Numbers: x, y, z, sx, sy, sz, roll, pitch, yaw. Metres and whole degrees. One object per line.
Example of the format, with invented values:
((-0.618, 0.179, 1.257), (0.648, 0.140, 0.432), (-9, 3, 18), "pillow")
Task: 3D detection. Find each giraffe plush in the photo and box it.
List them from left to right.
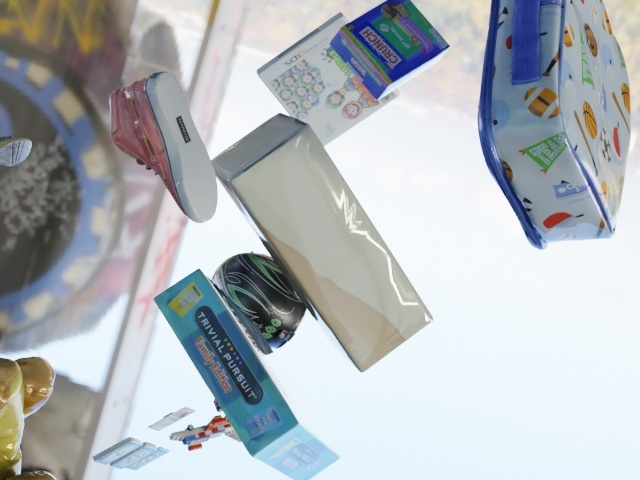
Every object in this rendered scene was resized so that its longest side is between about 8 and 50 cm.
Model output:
((-0.312, 0.231, 1.153), (0.181, 0.210, 0.170), (-18, -114, -39), "giraffe plush")

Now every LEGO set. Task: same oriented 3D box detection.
((-0.247, 0.348, 2.125), (0.060, 0.244, 0.182), (63, -174, 22), "LEGO set")

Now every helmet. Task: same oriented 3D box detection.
((-0.118, 0.102, 2.181), (0.162, 0.169, 0.169), (31, -179, -19), "helmet")

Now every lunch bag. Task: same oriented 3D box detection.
((0.244, -0.162, 1.297), (0.115, 0.303, 0.243), (-10, 143, 26), "lunch bag")

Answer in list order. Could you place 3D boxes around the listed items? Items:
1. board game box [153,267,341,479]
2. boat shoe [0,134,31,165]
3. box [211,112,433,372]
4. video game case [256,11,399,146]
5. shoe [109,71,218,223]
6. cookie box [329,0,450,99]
((-0.093, 0.201, 1.731), (0.253, 0.079, 0.336), (55, 178, 20), "board game box")
((-0.581, -0.161, 2.193), (0.048, 0.056, 0.153), (31, -148, 22), "boat shoe")
((0.000, 0.000, 1.566), (0.311, 0.121, 0.148), (56, 173, -18), "box")
((0.012, -0.219, 1.713), (0.157, 0.143, 0.019), (49, -168, -35), "video game case")
((-0.181, -0.100, 1.409), (0.081, 0.178, 0.063), (-13, -169, 32), "shoe")
((0.081, -0.228, 1.439), (0.092, 0.107, 0.040), (51, 151, 7), "cookie box")
